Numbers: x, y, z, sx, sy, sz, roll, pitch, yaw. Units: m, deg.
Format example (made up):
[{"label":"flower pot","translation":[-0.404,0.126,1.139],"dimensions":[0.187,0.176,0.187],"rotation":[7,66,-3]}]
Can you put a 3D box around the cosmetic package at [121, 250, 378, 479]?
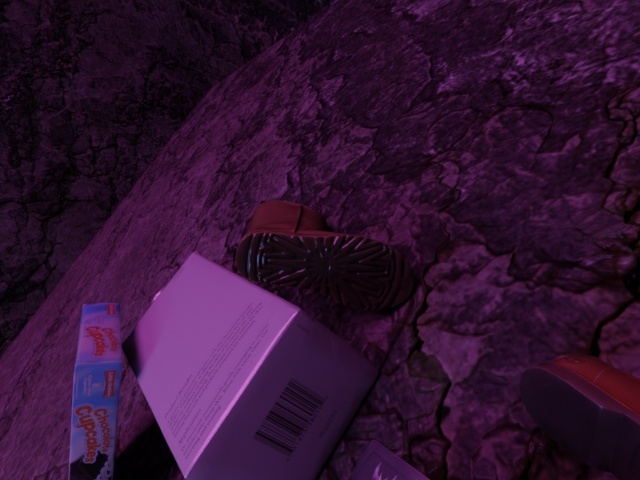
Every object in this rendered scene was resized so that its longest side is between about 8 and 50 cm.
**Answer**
[{"label":"cosmetic package","translation":[-0.124,0.156,0.601],"dimensions":[0.197,0.155,0.365],"rotation":[-55,30,-12]}]

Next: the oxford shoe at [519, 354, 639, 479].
[{"label":"oxford shoe","translation":[0.232,0.139,0.265],"dimensions":[0.075,0.076,0.212],"rotation":[-14,34,-23]}]

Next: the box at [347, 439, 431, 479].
[{"label":"box","translation":[0.050,0.254,0.280],"dimensions":[0.183,0.056,0.231],"rotation":[-52,9,-17]}]

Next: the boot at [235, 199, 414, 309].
[{"label":"boot","translation":[0.000,0.000,0.659],"dimensions":[0.269,0.235,0.089],"rotation":[-95,20,-78]}]

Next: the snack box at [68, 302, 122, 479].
[{"label":"snack box","translation":[-0.340,0.279,0.661],"dimensions":[0.187,0.060,0.323],"rotation":[34,117,60]}]
